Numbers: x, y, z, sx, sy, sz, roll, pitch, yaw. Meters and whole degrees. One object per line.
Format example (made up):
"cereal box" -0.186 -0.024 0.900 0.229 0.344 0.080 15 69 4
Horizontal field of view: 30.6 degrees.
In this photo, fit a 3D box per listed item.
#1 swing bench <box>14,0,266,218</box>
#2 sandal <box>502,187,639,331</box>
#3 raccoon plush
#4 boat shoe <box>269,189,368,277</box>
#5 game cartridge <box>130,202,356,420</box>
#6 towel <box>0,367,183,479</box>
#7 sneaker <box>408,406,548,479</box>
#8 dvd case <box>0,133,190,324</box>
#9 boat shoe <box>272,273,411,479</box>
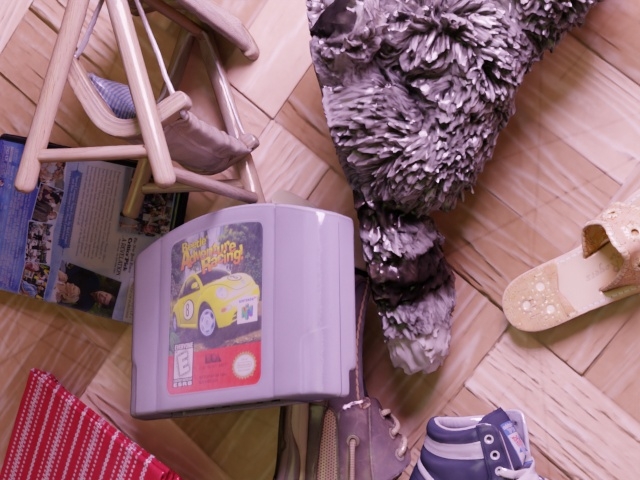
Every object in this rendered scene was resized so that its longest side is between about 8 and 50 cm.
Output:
"swing bench" -0.167 -0.160 1.146 0.165 0.253 0.255 -1 85 16
"sandal" 0.269 0.015 1.072 0.240 0.079 0.088 -34 78 19
"raccoon plush" 0.169 -0.119 1.102 0.299 0.216 0.447 -11 116 9
"boat shoe" 0.001 -0.001 1.204 0.133 0.049 0.042 32 130 12
"game cartridge" -0.086 0.068 1.143 0.294 0.060 0.196 -15 67 43
"towel" -0.263 0.281 1.277 0.274 0.031 0.199 26 102 41
"sneaker" 0.210 0.250 1.088 0.282 0.099 0.153 14 97 25
"dvd case" -0.272 -0.013 1.326 0.253 0.022 0.181 13 94 22
"boat shoe" 0.020 0.209 1.168 0.130 0.132 0.356 10 90 -4
